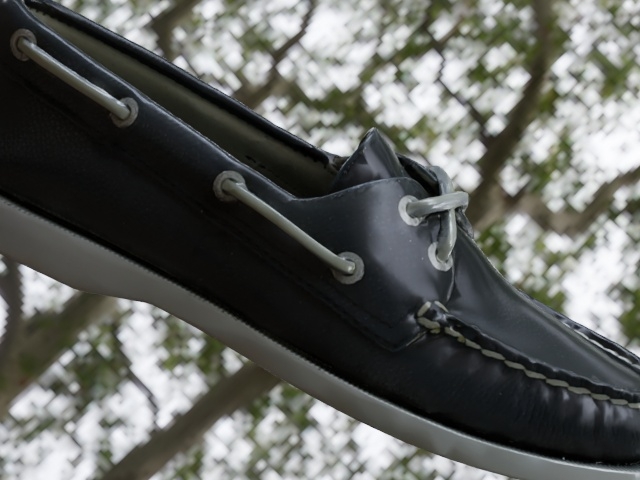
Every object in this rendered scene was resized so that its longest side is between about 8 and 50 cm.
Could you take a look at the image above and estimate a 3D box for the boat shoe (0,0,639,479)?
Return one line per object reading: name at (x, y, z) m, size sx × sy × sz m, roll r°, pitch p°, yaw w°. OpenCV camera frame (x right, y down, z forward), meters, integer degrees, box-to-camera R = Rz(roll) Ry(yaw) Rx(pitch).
boat shoe at (0.000, 0.000, 0.692) m, size 0.303 × 0.114 × 0.091 m, roll 22°, pitch -78°, yaw -1°
